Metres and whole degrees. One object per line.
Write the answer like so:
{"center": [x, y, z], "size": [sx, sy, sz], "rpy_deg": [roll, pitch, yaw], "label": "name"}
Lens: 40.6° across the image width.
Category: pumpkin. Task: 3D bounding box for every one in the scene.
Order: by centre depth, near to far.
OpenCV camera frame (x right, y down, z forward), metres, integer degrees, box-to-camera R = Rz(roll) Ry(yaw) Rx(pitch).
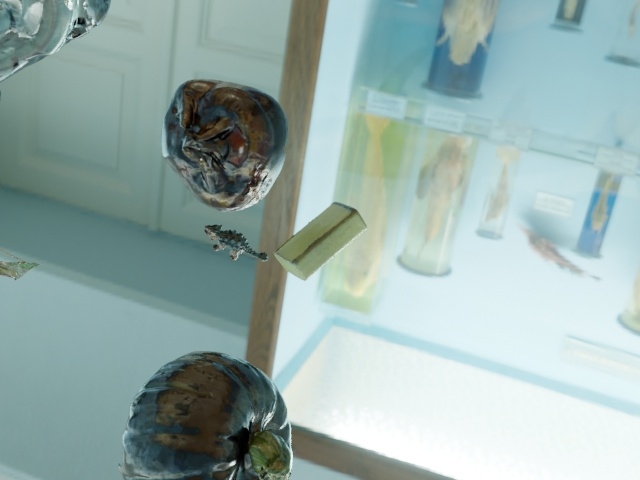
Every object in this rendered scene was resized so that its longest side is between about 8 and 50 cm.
{"center": [-0.141, 0.309, 1.289], "size": [0.295, 0.296, 0.296], "rpy_deg": [8, -157, -3], "label": "pumpkin"}

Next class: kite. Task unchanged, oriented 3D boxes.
{"center": [-0.556, 0.027, 1.417], "size": [0.197, 0.006, 0.244], "rpy_deg": [2, 160, 13], "label": "kite"}

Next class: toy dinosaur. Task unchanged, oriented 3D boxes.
{"center": [-0.175, 0.007, 1.786], "size": [0.154, 0.055, 0.049], "rpy_deg": [27, -133, -23], "label": "toy dinosaur"}

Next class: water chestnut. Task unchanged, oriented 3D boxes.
{"center": [-0.207, -0.200, 1.808], "size": [0.244, 0.289, 0.289], "rpy_deg": [-7, -152, -29], "label": "water chestnut"}

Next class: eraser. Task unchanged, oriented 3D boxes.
{"center": [0.000, 0.000, 1.730], "size": [0.172, 0.058, 0.117], "rpy_deg": [-40, -158, -12], "label": "eraser"}

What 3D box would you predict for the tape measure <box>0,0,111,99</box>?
{"center": [-0.366, -0.293, 0.919], "size": [0.256, 0.275, 0.147], "rpy_deg": [-22, -135, 24], "label": "tape measure"}
